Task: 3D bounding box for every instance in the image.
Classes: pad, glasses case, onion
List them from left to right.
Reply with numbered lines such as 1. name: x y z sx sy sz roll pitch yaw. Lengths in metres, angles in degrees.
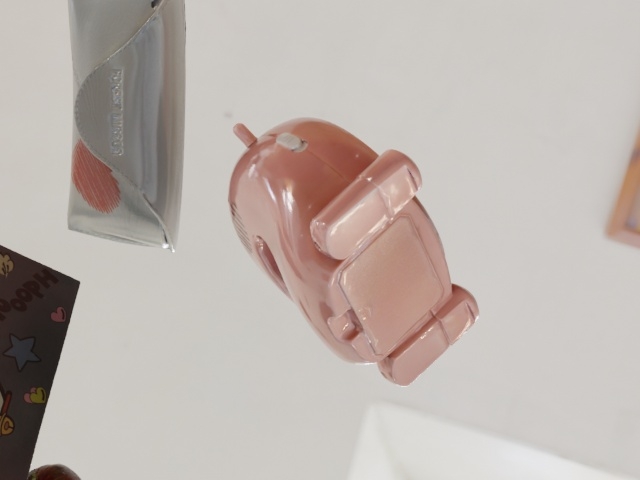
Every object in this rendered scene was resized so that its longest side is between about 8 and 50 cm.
1. pad: -0.321 0.107 1.300 0.170 0.245 0.006 28 144 -25
2. onion: -0.361 0.354 1.868 0.118 0.117 0.118 51 -172 -10
3. glasses case: -0.201 -0.138 1.443 0.128 0.308 0.083 3 -171 7

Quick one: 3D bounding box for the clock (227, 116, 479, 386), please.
1. clock: 0.000 0.000 1.312 0.142 0.227 0.241 -40 -139 -16
